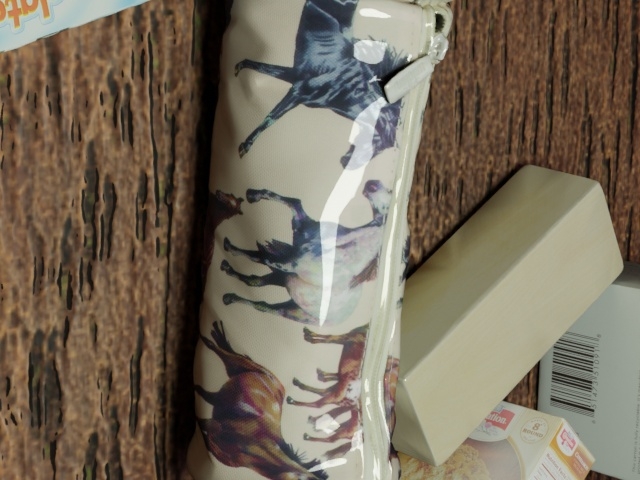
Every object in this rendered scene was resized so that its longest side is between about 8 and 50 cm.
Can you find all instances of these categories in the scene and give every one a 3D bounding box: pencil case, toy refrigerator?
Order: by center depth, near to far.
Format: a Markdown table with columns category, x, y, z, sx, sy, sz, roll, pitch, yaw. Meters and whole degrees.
| category | x | y | z | sx | sy | sz | roll | pitch | yaw |
| --- | --- | --- | --- | --- | --- | --- | --- | --- | --- |
| pencil case | 0.000 | 0.000 | 1.222 | 0.160 | 0.183 | 0.410 | -1 | 99 | -43 |
| toy refrigerator | 0.137 | 0.058 | 1.418 | 0.269 | 0.094 | 0.102 | -43 | 129 | -27 |

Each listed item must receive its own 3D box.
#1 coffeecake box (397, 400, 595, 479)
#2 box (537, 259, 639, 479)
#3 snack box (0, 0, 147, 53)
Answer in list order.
| category | x | y | z | sx | sy | sz | roll | pitch | yaw |
| --- | --- | --- | --- | --- | --- | --- | --- | --- | --- |
| coffeecake box | 0.120 | 0.225 | 1.396 | 0.185 | 0.142 | 0.068 | -55 | 129 | -21 |
| box | 0.302 | 0.121 | 1.515 | 0.119 | 0.182 | 0.181 | -6 | 102 | -41 |
| snack box | -0.207 | -0.218 | 1.047 | 0.322 | 0.060 | 0.187 | -30 | 117 | -45 |
